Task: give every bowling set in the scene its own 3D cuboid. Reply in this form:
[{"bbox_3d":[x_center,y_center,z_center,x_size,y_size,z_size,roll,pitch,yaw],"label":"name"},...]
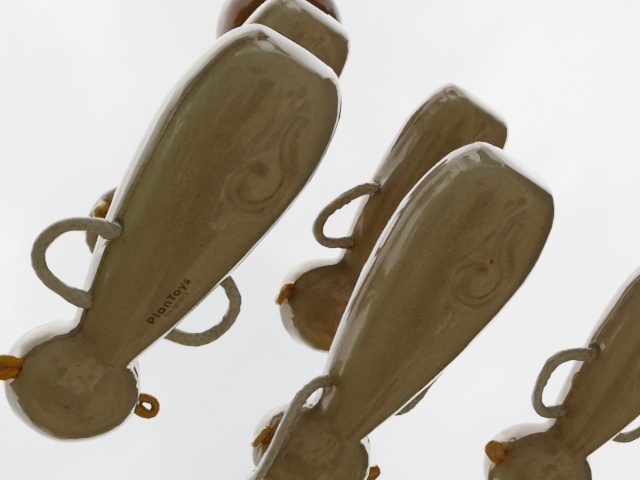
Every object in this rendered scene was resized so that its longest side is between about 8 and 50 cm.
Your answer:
[{"bbox_3d":[0.000,0.000,0.652,0.287,0.200,0.154,26,-73,-35],"label":"bowling set"}]
